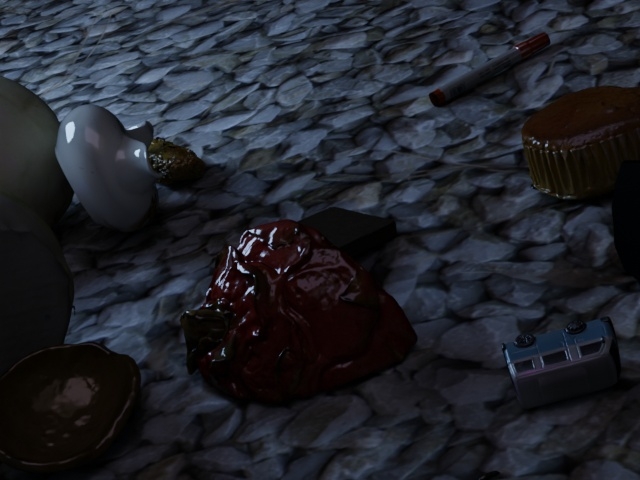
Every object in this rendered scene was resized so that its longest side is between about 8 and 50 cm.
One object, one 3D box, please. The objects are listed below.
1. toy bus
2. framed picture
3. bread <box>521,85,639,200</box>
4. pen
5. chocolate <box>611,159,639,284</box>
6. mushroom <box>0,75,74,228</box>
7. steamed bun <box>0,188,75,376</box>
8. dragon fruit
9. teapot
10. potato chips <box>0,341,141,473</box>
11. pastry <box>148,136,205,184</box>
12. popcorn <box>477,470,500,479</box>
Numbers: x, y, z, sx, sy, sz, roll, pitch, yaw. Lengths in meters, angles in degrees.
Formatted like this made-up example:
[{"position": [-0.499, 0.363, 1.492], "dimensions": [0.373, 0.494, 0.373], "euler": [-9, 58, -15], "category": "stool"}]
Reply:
[{"position": [0.264, 0.134, 1.567], "dimensions": [0.123, 0.060, 0.075], "euler": [-16, 33, 7], "category": "toy bus"}, {"position": [0.000, 0.000, 1.959], "dimensions": [0.168, 0.023, 0.128], "euler": [-24, 26, -37], "category": "framed picture"}, {"position": [0.368, -0.138, 1.950], "dimensions": [0.199, 0.104, 0.199], "euler": [-14, 26, 7], "category": "bread"}, {"position": [0.273, -0.276, 2.330], "dimensions": [0.239, 0.028, 0.028], "euler": [-30, 31, -21], "category": "pen"}, {"position": [0.427, -0.023, 1.702], "dimensions": [0.133, 0.156, 0.156], "euler": [-5, 26, -13], "category": "chocolate"}, {"position": [-0.558, -0.129, 2.240], "dimensions": [0.356, 0.315, 0.315], "euler": [13, 38, 23], "category": "mushroom"}, {"position": [-0.484, 0.066, 1.859], "dimensions": [0.309, 0.309, 0.309], "euler": [-13, 28, 7], "category": "steamed bun"}, {"position": [-0.067, 0.078, 1.755], "dimensions": [0.205, 0.152, 0.317], "euler": [-37, 34, -29], "category": "dragon fruit"}, {"position": [-0.307, -0.116, 2.174], "dimensions": [0.139, 0.204, 0.298], "euler": [-31, 23, 0], "category": "teapot"}, {"position": [-0.307, 0.208, 1.735], "dimensions": [0.195, 0.062, 0.208], "euler": [-7, 41, -4], "category": "potato chips"}, {"position": [-0.244, -0.125, 2.319], "dimensions": [0.080, 0.056, 0.140], "euler": [-21, 29, -23], "category": "pastry"}, {"position": [0.114, 0.287, 1.258], "dimensions": [0.195, 0.168, 0.173], "euler": [-25, 32, -13], "category": "popcorn"}]
